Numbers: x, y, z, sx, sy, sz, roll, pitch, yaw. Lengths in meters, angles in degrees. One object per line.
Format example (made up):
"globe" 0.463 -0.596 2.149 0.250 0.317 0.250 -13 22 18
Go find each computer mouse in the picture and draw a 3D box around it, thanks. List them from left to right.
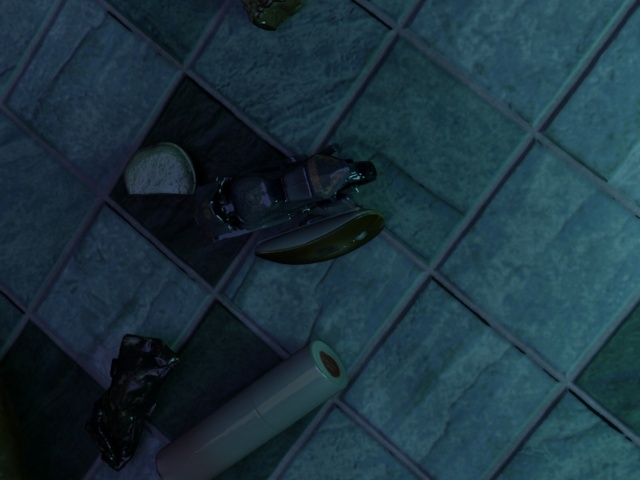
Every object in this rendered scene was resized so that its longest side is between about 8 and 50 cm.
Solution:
"computer mouse" 0.000 0.002 1.728 0.199 0.102 0.045 -18 72 21

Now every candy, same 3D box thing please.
"candy" -0.075 -0.370 1.736 0.095 0.085 0.110 -29 79 12

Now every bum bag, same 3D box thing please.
"bum bag" -0.308 0.252 1.885 0.102 0.069 0.248 44 112 39

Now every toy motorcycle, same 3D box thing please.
"toy motorcycle" -0.071 -0.063 1.709 0.307 0.173 0.108 -16 87 24

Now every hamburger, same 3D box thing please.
"hamburger" -0.247 -0.111 1.843 0.121 0.054 0.084 2 91 19

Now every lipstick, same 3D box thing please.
"lipstick" -0.108 0.273 1.796 0.327 0.087 0.087 -37 80 20

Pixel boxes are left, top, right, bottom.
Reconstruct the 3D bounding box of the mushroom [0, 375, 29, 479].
"mushroom" -0.597 0.303 1.952 0.397 0.224 0.313 29 90 10
